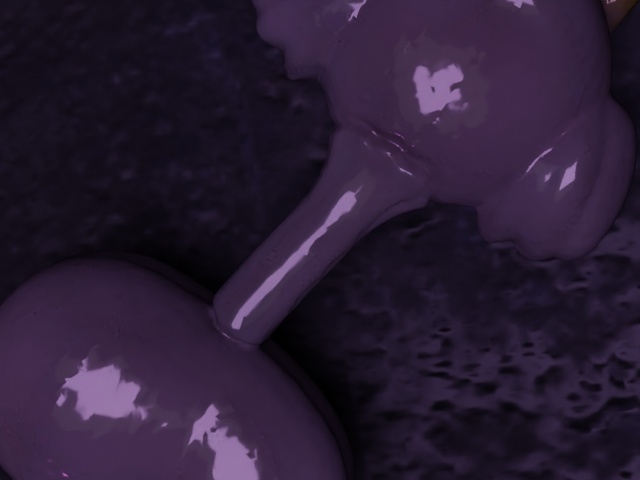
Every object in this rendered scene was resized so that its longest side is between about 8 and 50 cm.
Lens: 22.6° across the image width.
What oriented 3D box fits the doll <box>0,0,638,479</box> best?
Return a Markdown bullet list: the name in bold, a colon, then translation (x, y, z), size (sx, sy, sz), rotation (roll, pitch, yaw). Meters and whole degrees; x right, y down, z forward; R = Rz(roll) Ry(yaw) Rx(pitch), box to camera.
- **doll**: translation (0.000, 0.000, 0.595), size (0.160, 0.094, 0.365), rotation (38, 101, -1)
